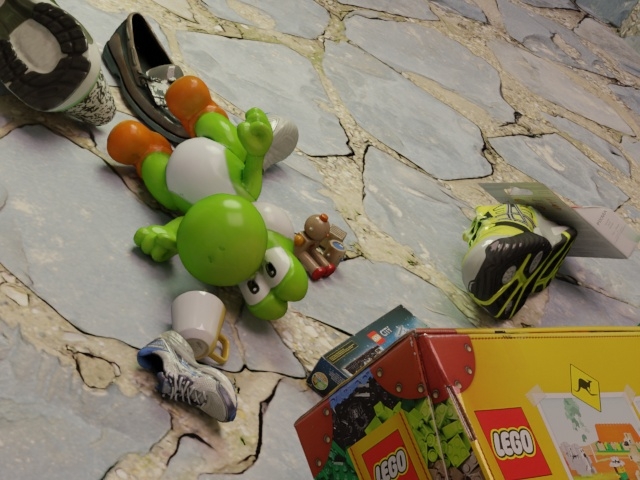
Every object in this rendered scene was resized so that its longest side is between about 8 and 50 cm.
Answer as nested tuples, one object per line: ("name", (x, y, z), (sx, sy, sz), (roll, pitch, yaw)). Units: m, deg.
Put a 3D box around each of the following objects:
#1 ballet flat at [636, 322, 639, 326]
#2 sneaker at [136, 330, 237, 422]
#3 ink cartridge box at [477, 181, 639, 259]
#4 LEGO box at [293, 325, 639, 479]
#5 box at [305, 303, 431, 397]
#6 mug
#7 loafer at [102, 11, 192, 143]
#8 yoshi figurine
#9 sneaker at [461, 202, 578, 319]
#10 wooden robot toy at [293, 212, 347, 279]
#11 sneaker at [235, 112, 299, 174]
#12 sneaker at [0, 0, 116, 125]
("ballet flat", (0.532, 0.170, 1.912), (0.074, 0.074, 0.203), (37, 21, 13))
("sneaker", (-0.145, 0.153, 1.268), (0.135, 0.052, 0.058), (36, 36, 29))
("ink cartridge box", (0.398, -0.050, 1.999), (0.224, 0.056, 0.181), (40, -16, -23))
("LEGO box", (0.270, 0.287, 1.176), (0.500, 0.193, 0.372), (4, 54, -42))
("box", (0.104, 0.173, 1.481), (0.159, 0.044, 0.233), (38, 27, 15))
("mug", (-0.133, 0.102, 1.350), (0.078, 0.062, 0.064), (16, 37, -13))
("loafer", (-0.253, -0.252, 1.817), (0.096, 0.084, 0.267), (3, 37, -43))
("yoshi figurine", (-0.143, -0.059, 1.499), (0.203, 0.203, 0.362), (-11, 48, -32))
("sneaker", (0.276, 0.020, 1.849), (0.147, 0.145, 0.384), (31, 15, 19))
("wooden robot toy", (0.000, 0.000, 1.641), (0.076, 0.079, 0.173), (40, 28, 20))
("sneaker", (-0.117, -0.131, 1.769), (0.086, 0.085, 0.237), (9, 23, 24))
("sneaker", (-0.420, -0.296, 1.707), (0.410, 0.158, 0.182), (54, 0, 29))
